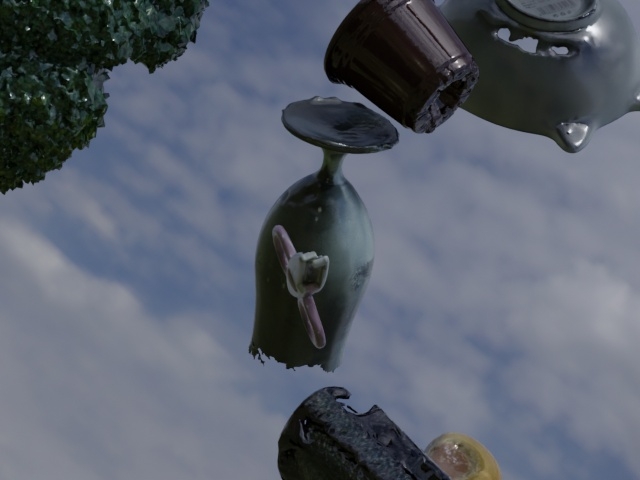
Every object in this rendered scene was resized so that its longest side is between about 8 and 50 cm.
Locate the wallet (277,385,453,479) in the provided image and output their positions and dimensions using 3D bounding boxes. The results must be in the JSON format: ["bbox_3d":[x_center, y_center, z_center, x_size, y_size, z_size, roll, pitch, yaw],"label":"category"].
[{"bbox_3d":[0.094,0.214,0.971,0.221,0.071,0.262,36,-19,43],"label":"wallet"}]

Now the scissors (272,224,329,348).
[{"bbox_3d":[-0.010,0.023,1.105,0.176,0.022,0.085,120,-49,-82],"label":"scissors"}]

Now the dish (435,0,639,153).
[{"bbox_3d":[0.198,-0.184,1.597,0.236,0.228,0.086,3,-45,-4],"label":"dish"}]

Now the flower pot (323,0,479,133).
[{"bbox_3d":[0.071,-0.139,1.387,0.089,0.111,0.111,46,-19,21],"label":"flower pot"}]

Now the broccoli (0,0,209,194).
[{"bbox_3d":[-0.188,-0.148,1.052,0.261,0.269,0.241,5,-13,0],"label":"broccoli"}]

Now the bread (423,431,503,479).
[{"bbox_3d":[0.069,0.305,1.495,0.091,0.142,0.305,28,-62,11],"label":"bread"}]

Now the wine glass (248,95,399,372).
[{"bbox_3d":[0.000,0.000,1.450,0.103,0.103,0.222,28,-57,31],"label":"wine glass"}]
